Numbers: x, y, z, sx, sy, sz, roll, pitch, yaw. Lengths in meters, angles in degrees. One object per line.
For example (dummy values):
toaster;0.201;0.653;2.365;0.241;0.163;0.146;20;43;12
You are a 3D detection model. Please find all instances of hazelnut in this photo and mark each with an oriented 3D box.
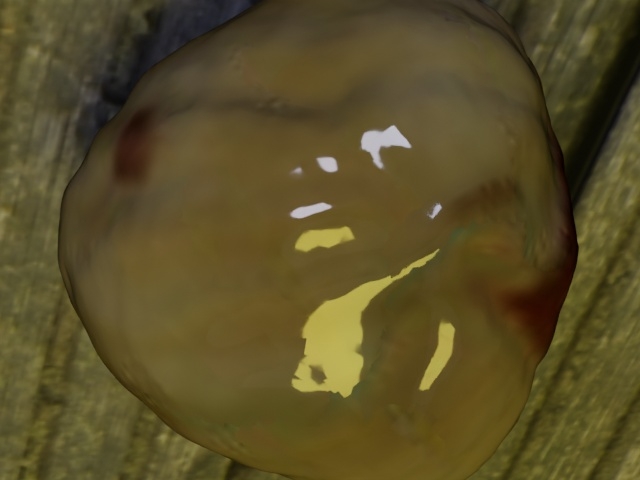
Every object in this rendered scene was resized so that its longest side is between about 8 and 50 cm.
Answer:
hazelnut;0.000;0.000;0.887;0.261;0.241;0.261;-7;109;-22
